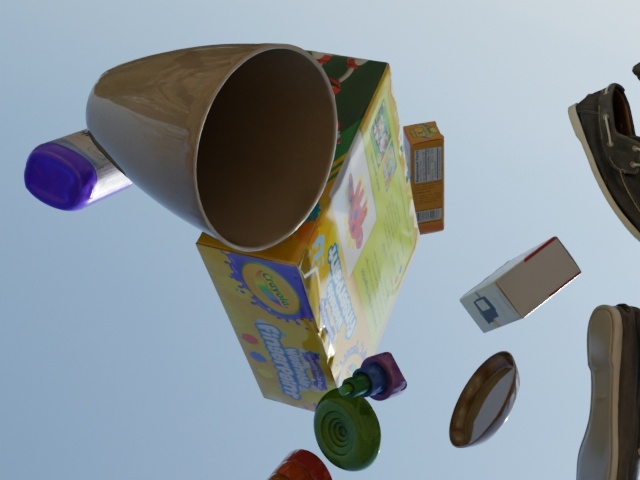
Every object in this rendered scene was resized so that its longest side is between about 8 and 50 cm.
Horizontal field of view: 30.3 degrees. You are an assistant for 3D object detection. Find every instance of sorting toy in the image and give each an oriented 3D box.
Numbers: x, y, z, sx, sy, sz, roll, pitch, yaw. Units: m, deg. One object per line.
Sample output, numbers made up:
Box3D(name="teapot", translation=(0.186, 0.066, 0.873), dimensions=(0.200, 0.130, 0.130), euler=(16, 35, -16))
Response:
Box3D(name="sorting toy", translation=(-0.008, 0.304, 1.728), dimensions=(0.126, 0.365, 0.127), euler=(-11, -127, -44))

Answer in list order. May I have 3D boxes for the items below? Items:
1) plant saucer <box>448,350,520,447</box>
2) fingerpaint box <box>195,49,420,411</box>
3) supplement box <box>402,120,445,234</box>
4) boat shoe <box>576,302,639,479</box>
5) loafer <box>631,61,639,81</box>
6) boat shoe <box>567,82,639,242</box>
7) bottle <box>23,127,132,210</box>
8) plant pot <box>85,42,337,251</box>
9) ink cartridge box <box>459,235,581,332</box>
Box3D(name="plant saucer", translation=(0.257, 0.249, 1.818), dimensions=(0.029, 0.168, 0.168), euler=(30, -161, -12))
Box3D(name="fingerpaint box", translation=(0.000, 0.000, 1.801), dimensions=(0.163, 0.445, 0.371), euler=(12, -121, 20))
Box3D(name="supplement box", translation=(0.213, -0.127, 2.435), dimensions=(0.080, 0.233, 0.078), euler=(-8, -144, -8))
Box3D(name="boat shoe", translation=(0.432, 0.257, 1.675), dimensions=(0.096, 0.335, 0.112), euler=(7, 173, -15))
Box3D(name="loafer", translation=(0.457, -0.227, 1.462), dimensions=(0.056, 0.050, 0.148), euler=(-35, -174, -38))
Box3D(name="boat shoe", translation=(0.386, -0.099, 1.500), dimensions=(0.084, 0.079, 0.233), euler=(31, -143, -47))
Box3D(name="bottle", translation=(-0.343, -0.126, 1.861), dimensions=(0.118, 0.092, 0.283), euler=(26, -155, 15))
Box3D(name="plant pot", translation=(-0.165, -0.144, 1.507), dimensions=(0.274, 0.256, 0.256), euler=(18, -162, 36))
Box3D(name="ink cartridge box", translation=(0.308, 0.071, 1.839), dimensions=(0.072, 0.127, 0.175), euler=(53, 164, 3))
